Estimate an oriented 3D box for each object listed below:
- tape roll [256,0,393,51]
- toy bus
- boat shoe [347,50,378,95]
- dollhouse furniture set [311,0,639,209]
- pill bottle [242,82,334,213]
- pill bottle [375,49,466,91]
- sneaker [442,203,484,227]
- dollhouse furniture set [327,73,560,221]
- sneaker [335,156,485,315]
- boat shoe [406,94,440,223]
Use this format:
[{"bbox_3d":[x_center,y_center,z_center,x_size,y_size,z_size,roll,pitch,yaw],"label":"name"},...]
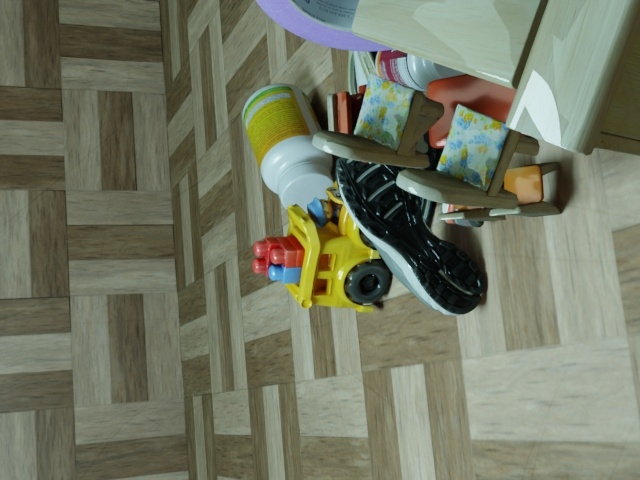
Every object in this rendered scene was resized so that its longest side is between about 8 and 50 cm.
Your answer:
[{"bbox_3d":[0.049,-0.352,1.079,0.275,0.275,0.090,135,146,-60],"label":"tape roll"},{"bbox_3d":[0.000,0.000,1.415,0.149,0.211,0.220,-130,46,-59],"label":"toy bus"},{"bbox_3d":[0.093,-0.350,1.320,0.103,0.113,0.302,-162,62,-65],"label":"boat shoe"},{"bbox_3d":[0.158,-0.205,0.781,0.394,0.256,0.362,30,109,41],"label":"dollhouse furniture set"},{"bbox_3d":[-0.055,-0.169,1.631,0.136,0.136,0.246,111,149,-42],"label":"pill bottle"},{"bbox_3d":[0.145,-0.250,1.215,0.152,0.086,0.086,-163,74,-66],"label":"pill bottle"},{"bbox_3d":[0.210,-0.090,1.128,0.065,0.061,0.158,23,109,32],"label":"sneaker"},{"bbox_3d":[0.148,-0.152,1.040,0.259,0.135,0.262,-4,90,44],"label":"dollhouse furniture set"},{"bbox_3d":[0.107,-0.007,1.190,0.271,0.100,0.108,54,164,0],"label":"sneaker"},{"bbox_3d":[0.127,-0.084,1.254,0.079,0.095,0.254,-121,35,-53],"label":"boat shoe"}]
